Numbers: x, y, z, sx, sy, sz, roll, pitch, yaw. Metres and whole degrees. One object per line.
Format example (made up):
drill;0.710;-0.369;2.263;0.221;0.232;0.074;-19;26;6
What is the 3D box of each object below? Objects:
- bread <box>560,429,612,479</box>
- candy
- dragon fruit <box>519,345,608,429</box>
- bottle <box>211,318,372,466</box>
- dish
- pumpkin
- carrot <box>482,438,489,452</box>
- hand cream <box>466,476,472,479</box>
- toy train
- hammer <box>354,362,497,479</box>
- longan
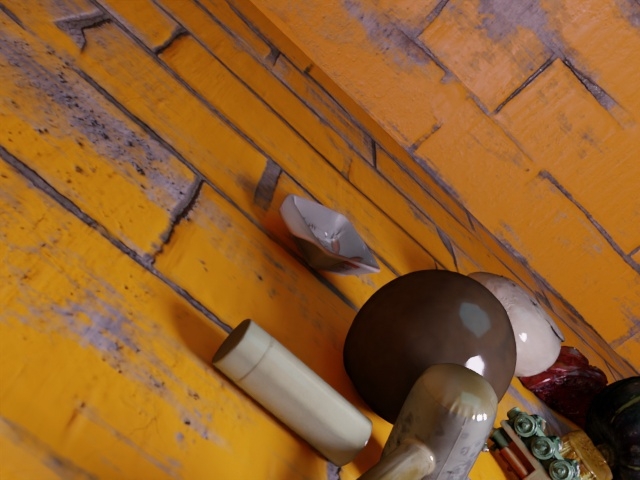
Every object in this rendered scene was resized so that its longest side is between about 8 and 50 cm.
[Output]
bread;0.560;0.477;1.486;0.127;0.069;0.140;56;22;23
candy;0.411;0.192;1.571;0.295;0.185;0.295;45;3;-3
dragon fruit;0.639;0.337;1.808;0.317;0.152;0.205;34;21;-31
bottle;-0.032;0.183;0.830;0.201;0.072;0.072;42;20;-11
dish;0.000;0.000;1.273;0.234;0.064;0.154;21;31;-52
pumpkin;0.739;0.463;1.545;0.242;0.323;0.323;-2;34;-8
carrot;0.270;0.330;1.233;0.035;0.035;0.142;39;13;-20
hand cream;0.261;0.420;1.027;0.194;0.042;0.067;45;26;11
toy train;0.371;0.386;1.216;0.176;0.118;0.074;52;14;28
hammer;0.086;0.268;0.795;0.113;0.201;0.306;30;29;29
longan;0.162;0.165;1.037;0.258;0.258;0.258;40;20;-18
